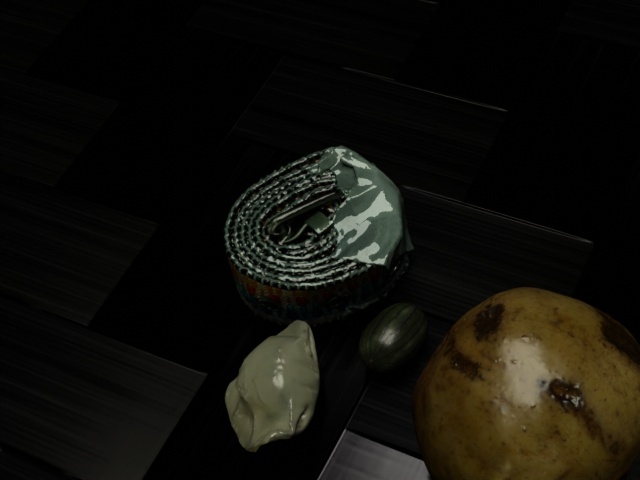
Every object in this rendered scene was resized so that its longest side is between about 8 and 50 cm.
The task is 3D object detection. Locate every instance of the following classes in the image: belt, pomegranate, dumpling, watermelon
[{"bbox_3d":[0.000,0.000,1.537,0.257,0.150,0.207,-24,61,-10],"label":"belt"},{"bbox_3d":[0.238,0.190,1.278,0.281,0.281,0.281,-4,51,5],"label":"pomegranate"},{"bbox_3d":[-0.067,0.188,1.444,0.134,0.100,0.169,-22,64,38],"label":"dumpling"},{"bbox_3d":[0.097,0.126,1.466,0.078,0.078,0.110,32,60,28],"label":"watermelon"}]
